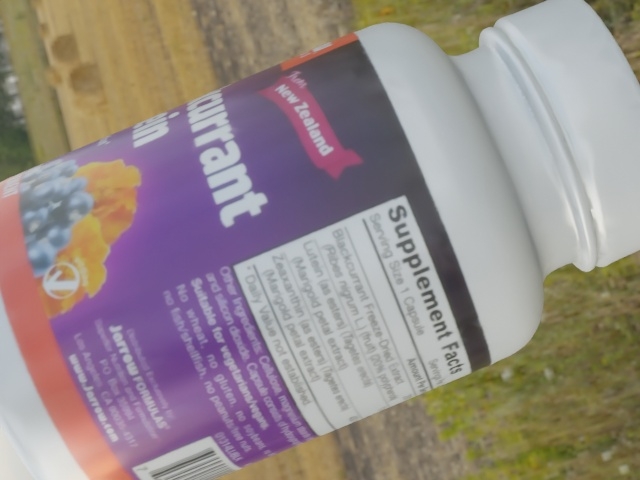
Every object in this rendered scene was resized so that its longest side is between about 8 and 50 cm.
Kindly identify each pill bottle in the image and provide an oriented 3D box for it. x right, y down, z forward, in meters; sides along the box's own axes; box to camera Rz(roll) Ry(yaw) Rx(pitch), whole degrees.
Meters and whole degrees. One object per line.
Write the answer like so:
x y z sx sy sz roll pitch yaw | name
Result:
0.000 0.000 0.364 0.108 0.193 0.108 -23 -90 -89 | pill bottle
